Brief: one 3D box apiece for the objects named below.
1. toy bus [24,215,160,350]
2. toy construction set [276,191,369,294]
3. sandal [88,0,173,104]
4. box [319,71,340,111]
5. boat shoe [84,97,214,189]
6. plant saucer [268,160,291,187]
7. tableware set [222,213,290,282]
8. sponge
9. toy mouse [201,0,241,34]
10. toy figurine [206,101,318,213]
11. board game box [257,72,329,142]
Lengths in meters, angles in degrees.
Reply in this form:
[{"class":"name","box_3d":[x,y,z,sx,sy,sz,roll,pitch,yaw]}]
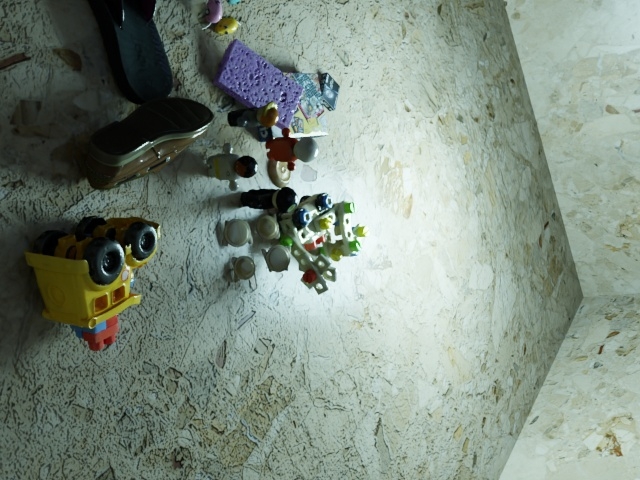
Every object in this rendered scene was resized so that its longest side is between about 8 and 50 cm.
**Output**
[{"class":"toy bus","box_3d":[-0.382,0.074,1.406,0.220,0.149,0.211,-34,124,-55]},{"class":"toy construction set","box_3d":[0.000,0.000,1.963,0.327,0.151,0.215,-48,123,-61]},{"class":"sandal","box_3d":[-0.374,-0.488,1.546,0.167,0.107,0.445,-41,116,-51]},{"class":"box","box_3d":[0.022,-0.403,2.171,0.067,0.018,0.083,40,52,-44]},{"class":"boat shoe","box_3d":[-0.335,-0.190,1.552,0.111,0.104,0.307,40,41,17]},{"class":"plant saucer","box_3d":[-0.095,-0.171,1.960,0.083,0.015,0.083,16,70,-53]},{"class":"tableware set","box_3d":[-0.144,0.013,1.807,0.169,0.020,0.141,-11,92,-32]},{"class":"sponge","box_3d":[-0.141,-0.360,1.859,0.210,0.031,0.117,32,69,-31]},{"class":"toy mouse","box_3d":[-0.213,-0.528,1.796,0.161,0.031,0.143,-43,147,-46]},{"class":"toy figurine","box_3d":[-0.124,-0.182,1.774,0.209,0.148,0.213,43,64,-42]},{"class":"board game box","box_3d":[-0.076,-0.334,1.997,0.243,0.042,0.165,-15,95,-55]}]
